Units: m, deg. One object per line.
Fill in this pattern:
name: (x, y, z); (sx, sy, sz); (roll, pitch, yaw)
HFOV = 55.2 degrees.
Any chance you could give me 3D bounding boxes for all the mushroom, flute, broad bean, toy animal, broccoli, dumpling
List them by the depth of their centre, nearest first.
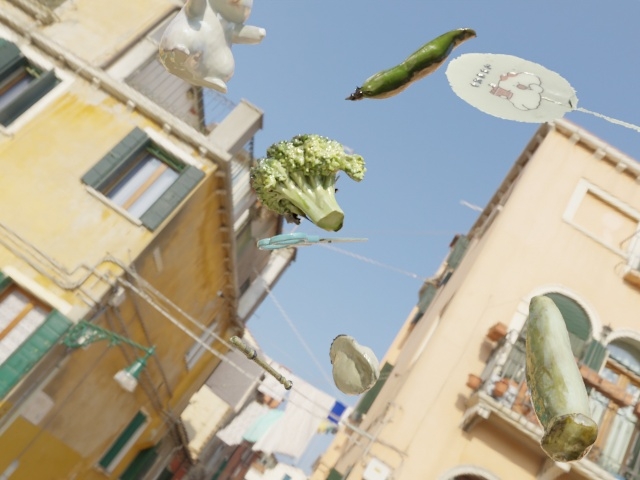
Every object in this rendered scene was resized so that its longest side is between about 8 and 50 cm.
toy animal: (-0.171, -0.402, 1.060); (0.140, 0.282, 0.138); (30, 3, -40)
mushroom: (0.423, 0.244, 1.118); (0.087, 0.333, 0.107); (28, -55, -18)
flute: (-0.131, 0.276, 1.378); (0.027, 0.027, 0.233); (10, -30, 42)
broccoli: (-0.016, -0.113, 1.420); (0.243, 0.263, 0.247); (60, -33, 39)
broad bean: (0.215, -0.408, 1.461); (0.077, 0.339, 0.061); (53, 9, -46)
dumpling: (0.092, 0.343, 1.731); (0.172, 0.142, 0.247); (60, -28, 4)

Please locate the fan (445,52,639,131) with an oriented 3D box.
fan: (0.328, -0.189, 0.846); (0.329, 0.191, 0.009); (24, -45, 15)

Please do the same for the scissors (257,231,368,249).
scissors: (0.000, 0.000, 2.080); (0.192, 0.447, 0.029); (-17, -102, 50)
